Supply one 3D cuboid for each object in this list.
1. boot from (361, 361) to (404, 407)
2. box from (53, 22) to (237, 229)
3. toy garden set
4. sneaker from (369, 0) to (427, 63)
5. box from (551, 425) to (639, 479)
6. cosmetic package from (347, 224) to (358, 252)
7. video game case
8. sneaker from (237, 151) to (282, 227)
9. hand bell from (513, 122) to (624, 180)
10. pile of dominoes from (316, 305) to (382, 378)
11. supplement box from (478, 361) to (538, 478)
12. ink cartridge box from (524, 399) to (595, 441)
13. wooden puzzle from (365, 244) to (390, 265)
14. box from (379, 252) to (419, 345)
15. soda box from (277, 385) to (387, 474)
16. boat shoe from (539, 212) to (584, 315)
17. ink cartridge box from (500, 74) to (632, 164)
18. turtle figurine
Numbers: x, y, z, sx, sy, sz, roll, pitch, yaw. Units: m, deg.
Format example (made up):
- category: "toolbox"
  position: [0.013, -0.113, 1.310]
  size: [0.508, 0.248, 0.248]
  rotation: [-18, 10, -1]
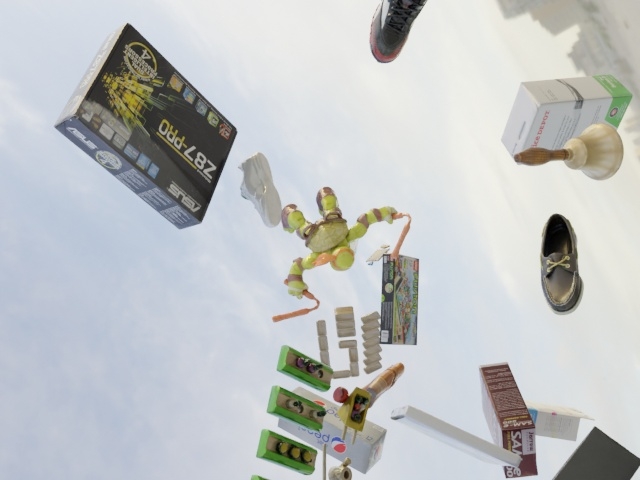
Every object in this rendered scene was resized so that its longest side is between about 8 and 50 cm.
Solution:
- category: "boot"
  position: [0.208, 0.494, 2.336]
  size: [0.152, 0.197, 0.073]
  rotation: [-35, -99, -29]
- category: "box"
  position: [-0.396, -0.266, 1.631]
  size: [0.395, 0.097, 0.318]
  rotation: [45, -132, -36]
- category: "toy garden set"
  position: [-0.001, 0.314, 1.076]
  size: [0.203, 0.049, 0.244]
  rotation: [34, -125, -36]
- category: "sneaker"
  position: [0.186, -0.537, 1.549]
  size: [0.097, 0.276, 0.135]
  rotation: [20, -167, -8]
- category: "box"
  position: [0.428, 0.479, 1.193]
  size: [0.103, 0.184, 0.261]
  rotation: [38, -124, 26]
- category: "cosmetic package"
  position: [0.078, 0.006, 2.212]
  size: [0.239, 0.060, 0.099]
  rotation: [-24, -58, -76]
- category: "video game case"
  position: [0.257, 0.385, 1.346]
  size: [0.206, 0.227, 0.026]
  rotation: [96, -162, -74]
- category: "sneaker"
  position: [-0.164, -0.119, 1.764]
  size: [0.080, 0.094, 0.212]
  rotation: [31, -140, -59]
- category: "hand bell"
  position: [0.504, -0.178, 1.437]
  size: [0.242, 0.126, 0.126]
  rotation: [-8, -109, -27]
- category: "pile of dominoes"
  position: [0.092, 0.317, 2.113]
  size: [0.040, 0.195, 0.251]
  rotation: [-94, -2, -60]
- category: "supplement box"
  position: [0.406, 0.386, 1.491]
  size: [0.239, 0.073, 0.130]
  rotation: [-89, -10, -68]
- category: "ink cartridge box"
  position: [0.538, 0.425, 1.617]
  size: [0.104, 0.181, 0.062]
  rotation: [-157, 77, -82]
- category: "wooden puzzle"
  position: [0.196, 0.051, 2.305]
  size: [0.116, 0.078, 0.014]
  rotation: [-40, -73, -25]
- category: "box"
  position: [0.184, 0.138, 1.582]
  size: [0.114, 0.036, 0.207]
  rotation: [12, -102, -51]
- category: "soda box"
  position: [0.028, 0.499, 1.816]
  size: [0.091, 0.286, 0.098]
  rotation: [-22, -54, -55]
- category: "boat shoe"
  position: [0.479, 0.045, 1.377]
  size: [0.069, 0.081, 0.228]
  rotation: [54, -144, -37]
- category: "ink cartridge box"
  position: [0.677, -0.336, 1.900]
  size: [0.211, 0.289, 0.122]
  rotation: [97, 160, -45]
- category: "turtle figurine"
  position: [0.000, 0.000, 1.108]
  size: [0.087, 0.269, 0.217]
  rotation: [49, -177, -34]
